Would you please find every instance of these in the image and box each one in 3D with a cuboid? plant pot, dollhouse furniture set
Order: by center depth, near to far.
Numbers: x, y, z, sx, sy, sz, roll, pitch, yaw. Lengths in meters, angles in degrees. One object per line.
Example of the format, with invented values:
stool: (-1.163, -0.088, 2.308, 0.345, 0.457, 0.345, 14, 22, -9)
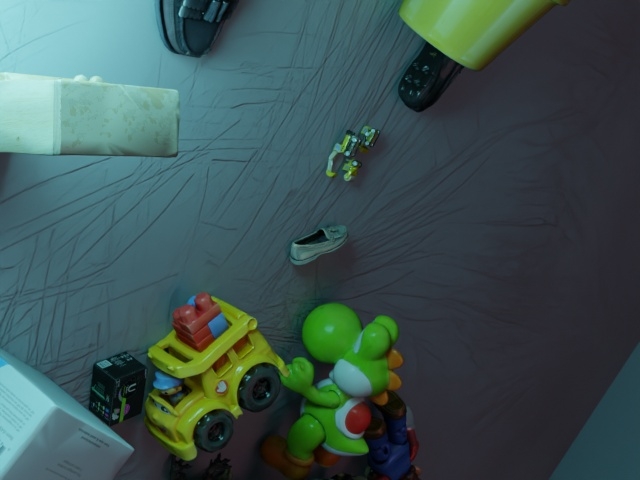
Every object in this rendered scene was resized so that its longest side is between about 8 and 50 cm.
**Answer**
dollhouse furniture set: (-0.282, -0.285, 1.097, 0.362, 0.256, 0.394, -5, 98, -54)
plant pot: (0.254, -0.402, 1.676, 0.239, 0.254, 0.254, -54, 151, 18)

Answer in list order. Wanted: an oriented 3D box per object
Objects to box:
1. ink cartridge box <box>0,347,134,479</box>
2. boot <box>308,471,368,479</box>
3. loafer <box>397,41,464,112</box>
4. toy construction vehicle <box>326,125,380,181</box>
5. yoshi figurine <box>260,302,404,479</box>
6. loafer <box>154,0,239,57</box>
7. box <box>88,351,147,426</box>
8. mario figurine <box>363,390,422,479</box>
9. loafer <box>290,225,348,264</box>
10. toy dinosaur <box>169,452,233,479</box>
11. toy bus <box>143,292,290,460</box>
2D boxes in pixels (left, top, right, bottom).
ink cartridge box: (-0.415, 0.288, 1.327, 0.270, 0.198, 0.197, -53, 148, -10)
boot: (0.002, 0.532, 2.105, 0.284, 0.138, 0.377, -22, 152, -48)
loafer: (0.212, -0.315, 1.834, 0.223, 0.076, 0.078, -54, 153, -1)
toy construction vehicle: (0.050, -0.146, 1.784, 0.098, 0.035, 0.086, -64, 159, 12)
yoshi figurine: (0.009, 0.251, 1.964, 0.203, 0.203, 0.362, 18, 122, -17)
loafer: (-0.123, -0.356, 1.305, 0.109, 0.095, 0.302, -14, 127, -49)
box: (-0.293, 0.215, 1.574, 0.062, 0.052, 0.083, -19, 129, -46)
mario figurine: (0.124, 0.469, 2.339, 0.198, 0.170, 0.320, -14, 124, -3)
loafer: (0.000, 0.000, 1.819, 0.125, 0.045, 0.039, -30, 131, -35)
toy dinosaur: (-0.220, 0.414, 1.835, 0.268, 0.064, 0.118, -5, 126, -49)
toy bus: (-0.184, 0.185, 1.634, 0.220, 0.149, 0.211, -41, 131, -23)
